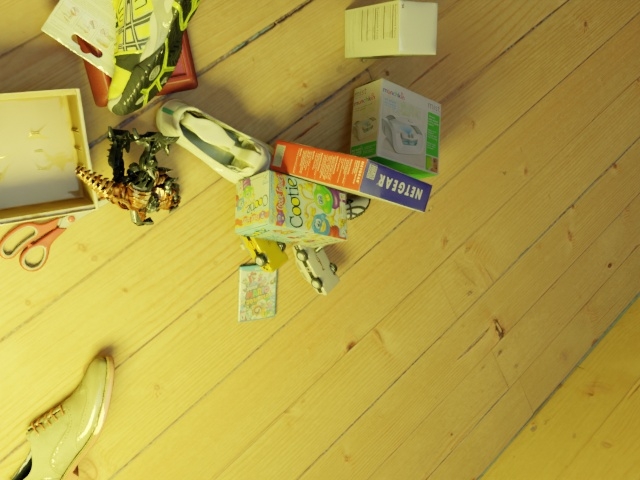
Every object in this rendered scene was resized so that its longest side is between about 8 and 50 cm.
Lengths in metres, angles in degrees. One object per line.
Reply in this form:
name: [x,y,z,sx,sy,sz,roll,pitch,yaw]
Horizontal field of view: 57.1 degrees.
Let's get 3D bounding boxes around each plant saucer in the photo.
plant saucer: [-0.422,-0.461,1.367,0.259,0.047,0.258,-20,112,-27]

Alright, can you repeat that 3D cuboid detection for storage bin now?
storage bin: [-0.639,-0.181,1.252,0.260,0.123,0.262,-13,110,-30]

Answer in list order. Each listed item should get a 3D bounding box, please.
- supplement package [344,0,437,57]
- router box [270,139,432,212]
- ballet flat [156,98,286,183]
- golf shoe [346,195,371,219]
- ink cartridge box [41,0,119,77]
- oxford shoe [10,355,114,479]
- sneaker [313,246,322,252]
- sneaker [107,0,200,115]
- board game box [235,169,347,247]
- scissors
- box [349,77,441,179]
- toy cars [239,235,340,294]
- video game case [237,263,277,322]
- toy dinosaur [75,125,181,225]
supplement package: [0.188,-0.573,1.615,0.139,0.244,0.134,-10,108,-30]
router box: [0.088,-0.169,1.571,0.335,0.301,0.082,10,97,-53]
ballet flat: [-0.229,-0.230,1.503,0.400,0.139,0.139,27,87,-35]
golf shoe: [0.066,-0.102,1.762,0.198,0.077,0.094,-35,119,-22]
ink cartridge box: [-0.461,-0.504,1.284,0.189,0.066,0.232,33,105,-35]
oxford shoe: [-0.623,0.457,1.425,0.146,0.140,0.397,25,86,-28]
sneaker: [0.000,0.000,1.711,0.035,0.031,0.083,31,64,7]
sneaker: [-0.378,-0.451,1.261,0.147,0.145,0.385,31,109,-2]
board game box: [-0.074,-0.076,1.568,0.275,0.144,0.142,11,73,-43]
scissors: [-0.604,-0.048,1.371,0.297,0.021,0.109,-45,120,-14]
box: [0.224,-0.320,1.740,0.262,0.126,0.231,11,80,-38]
toy cars: [-0.101,0.034,1.680,0.393,0.087,0.176,26,62,-38]
video game case: [-0.183,0.149,1.702,0.119,0.015,0.166,-5,105,-32]
toy dinosaur: [-0.416,-0.141,1.346,0.164,0.322,0.218,8,92,1]
